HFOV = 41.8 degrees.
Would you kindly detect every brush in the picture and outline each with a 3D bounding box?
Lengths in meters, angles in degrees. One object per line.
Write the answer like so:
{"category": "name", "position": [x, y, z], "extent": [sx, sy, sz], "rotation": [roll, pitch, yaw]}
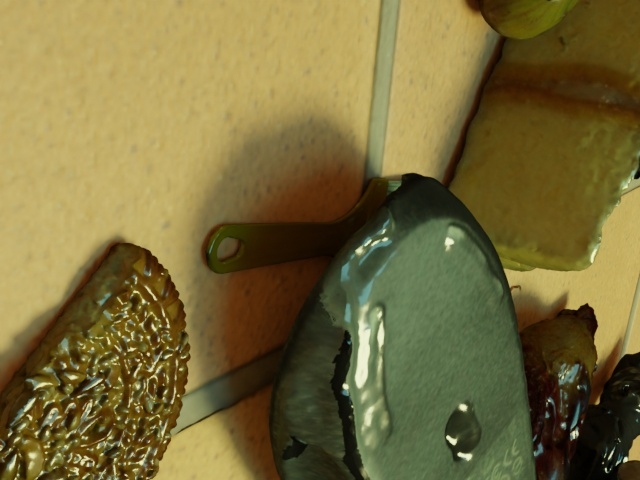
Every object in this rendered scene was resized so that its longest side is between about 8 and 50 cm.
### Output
{"category": "brush", "position": [0.000, 0.000, 0.547], "extent": [0.205, 0.011, 0.083], "rotation": [-6, 112, -50]}

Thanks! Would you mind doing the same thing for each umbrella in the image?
{"category": "umbrella", "position": [0.372, 0.247, 1.080], "extent": [0.272, 0.122, 0.110], "rotation": [-31, 86, -36]}

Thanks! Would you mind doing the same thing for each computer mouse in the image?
{"category": "computer mouse", "position": [0.055, 0.116, 0.590], "extent": [0.203, 0.114, 0.374], "rotation": [-42, 131, -29]}

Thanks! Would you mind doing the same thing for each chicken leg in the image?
{"category": "chicken leg", "position": [0.223, 0.170, 0.825], "extent": [0.322, 0.083, 0.177], "rotation": [-67, 150, -26]}

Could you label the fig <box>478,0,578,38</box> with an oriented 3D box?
{"category": "fig", "position": [0.157, -0.186, 0.585], "extent": [0.084, 0.098, 0.082], "rotation": [-28, 112, -17]}

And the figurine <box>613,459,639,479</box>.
{"category": "figurine", "position": [0.350, 0.437, 1.002], "extent": [0.306, 0.241, 0.412], "rotation": [-55, 137, -12]}

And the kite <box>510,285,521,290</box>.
{"category": "kite", "position": [0.156, 0.025, 0.766], "extent": [0.244, 0.006, 0.198], "rotation": [-40, 135, -34]}

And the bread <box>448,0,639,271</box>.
{"category": "bread", "position": [0.195, -0.104, 0.673], "extent": [0.142, 0.178, 0.266], "rotation": [22, 84, -21]}

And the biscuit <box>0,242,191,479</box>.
{"category": "biscuit", "position": [-0.125, 0.109, 0.424], "extent": [0.206, 0.025, 0.126], "rotation": [-57, 143, -16]}
